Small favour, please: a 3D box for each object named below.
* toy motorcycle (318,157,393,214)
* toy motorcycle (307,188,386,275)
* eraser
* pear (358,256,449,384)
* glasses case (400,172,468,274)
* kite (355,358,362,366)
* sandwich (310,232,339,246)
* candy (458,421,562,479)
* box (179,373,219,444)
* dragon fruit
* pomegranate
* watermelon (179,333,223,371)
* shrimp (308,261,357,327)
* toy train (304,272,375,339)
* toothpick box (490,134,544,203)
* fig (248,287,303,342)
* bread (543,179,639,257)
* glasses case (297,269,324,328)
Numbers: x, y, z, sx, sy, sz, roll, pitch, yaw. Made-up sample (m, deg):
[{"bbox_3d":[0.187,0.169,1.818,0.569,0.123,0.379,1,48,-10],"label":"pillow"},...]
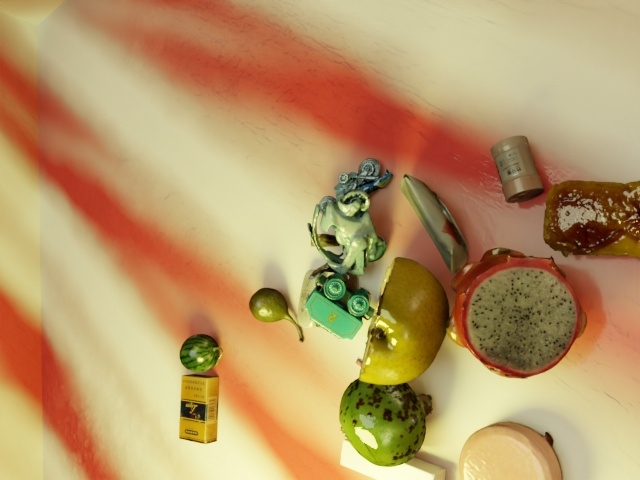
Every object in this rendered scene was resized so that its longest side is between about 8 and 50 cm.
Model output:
[{"bbox_3d":[0.110,-0.145,1.777,0.254,0.092,0.136,-43,69,15],"label":"toy motorcycle"},{"bbox_3d":[0.077,-0.021,1.688,0.206,0.260,0.154,-18,32,11],"label":"toy motorcycle"},{"bbox_3d":[0.201,0.641,1.609,0.298,0.078,0.076,8,89,38],"label":"eraser"},{"bbox_3d":[0.228,0.225,1.486,0.191,0.386,0.341,17,101,7],"label":"pear"},{"bbox_3d":[0.321,-0.063,1.578,0.083,0.128,0.308,-29,65,5],"label":"glasses case"},{"bbox_3d":[0.170,0.422,1.704,0.189,0.009,0.232,38,107,34],"label":"kite"},{"bbox_3d":[0.000,0.000,1.831,0.093,0.104,0.036,-4,81,34],"label":"sandwich"},{"bbox_3d":[0.470,0.570,1.399,0.255,0.094,0.256,-6,80,38],"label":"candy"},{"bbox_3d":[-0.455,0.628,2.127,0.152,0.070,0.237,-4,79,37],"label":"box"},{"bbox_3d":[0.451,0.162,1.368,0.305,0.226,0.306,0,94,-1],"label":"dragon fruit"},{"bbox_3d":[0.183,0.483,1.552,0.254,0.270,0.255,171,90,-79],"label":"pomegranate"},{"bbox_3d":[-0.429,0.414,2.093,0.187,0.140,0.141,-15,75,24],"label":"watermelon"},{"bbox_3d":[0.018,0.168,1.798,0.152,0.046,0.219,32,98,9],"label":"shrimp"},{"bbox_3d":[0.054,0.198,1.715,0.203,0.112,0.163,34,97,0],"label":"toy train"},{"bbox_3d":[0.508,-0.183,1.465,0.098,0.098,0.149,-23,70,34],"label":"toothpick box"},{"bbox_3d":[-0.137,0.253,1.913,0.236,0.124,0.124,37,107,16],"label":"fig"},{"bbox_3d":[0.709,-0.046,1.288,0.380,0.109,0.185,3,85,36],"label":"bread"},{"bbox_3d":[-0.031,0.192,1.864,0.074,0.049,0.194,11,92,37],"label":"glasses case"}]
